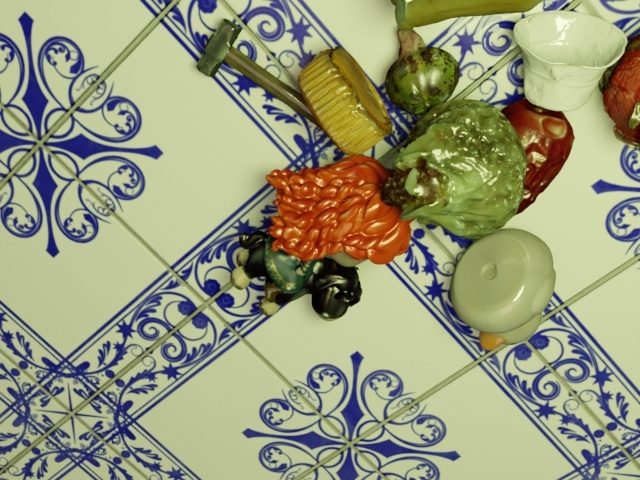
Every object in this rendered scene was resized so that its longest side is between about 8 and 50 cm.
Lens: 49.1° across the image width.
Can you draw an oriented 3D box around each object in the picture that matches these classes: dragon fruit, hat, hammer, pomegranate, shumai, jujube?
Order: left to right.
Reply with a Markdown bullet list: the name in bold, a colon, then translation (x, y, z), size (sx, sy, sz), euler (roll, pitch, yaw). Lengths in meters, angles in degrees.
- **hammer**: translation (-0.066, -0.283, 1.378), size (0.365, 0.043, 0.111), euler (34, 112, -9)
- **pomegranate**: translation (0.179, -0.312, 1.289), size (0.138, 0.125, 0.163), euler (-21, 109, 28)
- **shumai**: translation (0.230, -0.112, 1.226), size (0.189, 0.218, 0.255), euler (-21, 93, 51)
- **jujube**: translation (0.372, -0.152, 1.327), size (0.155, 0.155, 0.230), euler (25, 123, -4)
- **hat**: translation (0.431, -0.311, 1.248), size (0.203, 0.203, 0.126), euler (2, 136, 6)
- **dragon fruit**: translation (0.564, -0.290, 1.234), size (0.148, 0.218, 0.223), euler (39, 95, 28)

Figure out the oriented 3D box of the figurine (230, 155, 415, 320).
- **figurine**: translation (0.000, 0.010, 1.411), size (0.306, 0.241, 0.411), euler (30, 124, 3)

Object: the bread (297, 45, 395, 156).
- **bread**: translation (0.043, -0.253, 1.296), size (0.104, 0.199, 0.199), euler (-32, 106, 23)

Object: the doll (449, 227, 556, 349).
- **doll**: translation (0.384, 0.106, 1.428), size (0.221, 0.221, 0.250), euler (26, 86, -4)

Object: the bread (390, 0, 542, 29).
- **bread**: translation (0.269, -0.512, 1.151), size (0.342, 0.210, 0.300), euler (-10, 89, 4)
